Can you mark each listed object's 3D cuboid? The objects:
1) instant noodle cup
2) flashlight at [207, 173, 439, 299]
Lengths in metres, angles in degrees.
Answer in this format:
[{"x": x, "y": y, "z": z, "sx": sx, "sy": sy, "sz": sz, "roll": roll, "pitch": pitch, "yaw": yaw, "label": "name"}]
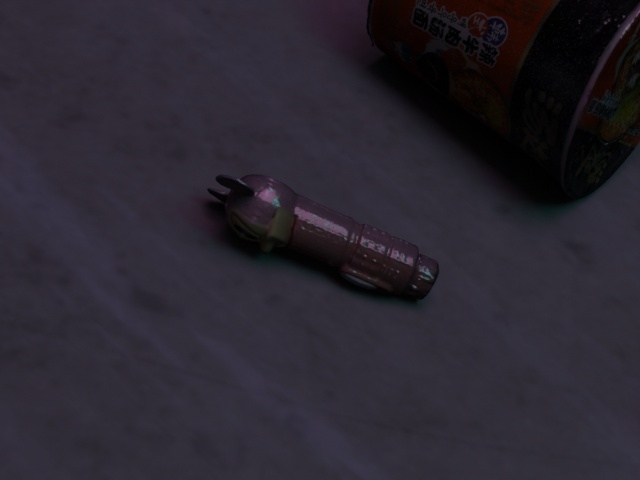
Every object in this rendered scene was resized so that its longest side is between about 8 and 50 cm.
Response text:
[{"x": 0.102, "y": -0.106, "z": 0.890, "sx": 0.136, "sy": 0.127, "sz": 0.127, "roll": 32, "pitch": 42, "yaw": 22, "label": "instant noodle cup"}, {"x": 0.000, "y": 0.000, "z": 0.795, "sx": 0.110, "sy": 0.052, "sz": 0.031, "roll": 24, "pitch": 78, "yaw": -7, "label": "flashlight"}]
